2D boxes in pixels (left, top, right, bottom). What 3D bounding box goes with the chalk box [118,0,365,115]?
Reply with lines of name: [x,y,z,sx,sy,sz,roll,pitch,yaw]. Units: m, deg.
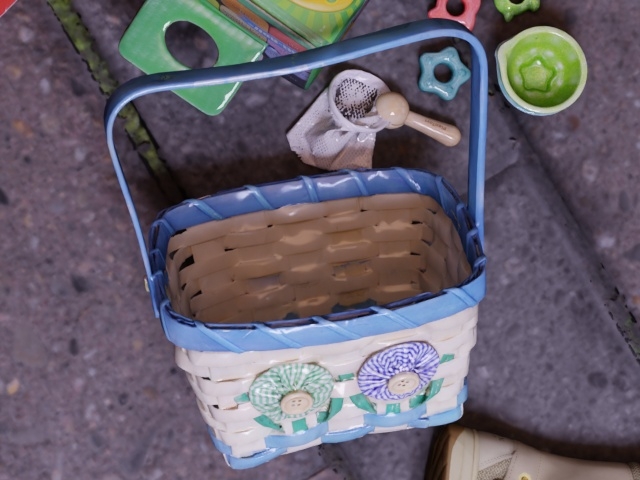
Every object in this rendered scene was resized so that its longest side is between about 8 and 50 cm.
chalk box: [-0.030,-0.231,1.147,0.180,0.179,0.289,34,84,-2]

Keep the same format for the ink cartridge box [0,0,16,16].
ink cartridge box: [-0.268,-0.334,1.153,0.272,0.130,0.309,42,84,-4]

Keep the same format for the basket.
basket: [0.000,0.000,1.101,0.255,0.201,0.289,-12,117,-5]

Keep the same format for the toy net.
toy net: [0.081,-0.127,1.221,0.232,0.045,0.122,-19,90,-6]

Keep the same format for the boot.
boot: [0.171,0.276,1.174,0.203,0.095,0.262,10,67,-7]
